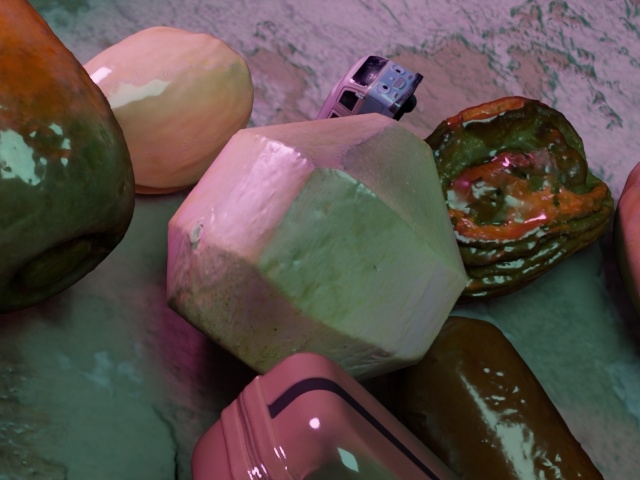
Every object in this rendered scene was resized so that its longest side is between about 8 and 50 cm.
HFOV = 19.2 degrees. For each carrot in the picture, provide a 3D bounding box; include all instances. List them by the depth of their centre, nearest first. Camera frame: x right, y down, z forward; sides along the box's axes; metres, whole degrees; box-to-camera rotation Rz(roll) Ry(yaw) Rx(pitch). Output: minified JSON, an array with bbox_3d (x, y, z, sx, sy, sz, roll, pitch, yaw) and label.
[{"bbox_3d":[-0.302,-0.109,1.554,0.224,0.224,0.340,-23,71,-35],"label":"carrot"}]

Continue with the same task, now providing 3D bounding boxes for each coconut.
[{"bbox_3d":[0.000,0.000,1.609,0.259,0.259,0.259,13,54,-18],"label":"coconut"}]

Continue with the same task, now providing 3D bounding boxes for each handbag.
[{"bbox_3d":[0.034,0.220,1.478,0.302,0.149,0.283,42,6,-24],"label":"handbag"}]

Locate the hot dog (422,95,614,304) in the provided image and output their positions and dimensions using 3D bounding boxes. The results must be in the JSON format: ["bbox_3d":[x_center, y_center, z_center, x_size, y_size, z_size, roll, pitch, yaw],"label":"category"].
[{"bbox_3d":[0.185,-0.048,1.815,0.259,0.114,0.175,-28,74,-36],"label":"hot dog"}]

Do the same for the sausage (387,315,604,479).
[{"bbox_3d":[0.150,0.179,1.636,0.133,0.133,0.258,-18,69,-34],"label":"sausage"}]

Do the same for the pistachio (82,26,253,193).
[{"bbox_3d":[-0.146,-0.115,1.701,0.200,0.117,0.145,-24,91,-35],"label":"pistachio"}]

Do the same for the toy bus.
[{"bbox_3d":[0.041,-0.120,1.790,0.075,0.123,0.060,34,50,4],"label":"toy bus"}]

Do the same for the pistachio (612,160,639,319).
[{"bbox_3d":[0.379,0.038,1.823,0.162,0.181,0.293,-28,65,3],"label":"pistachio"}]
